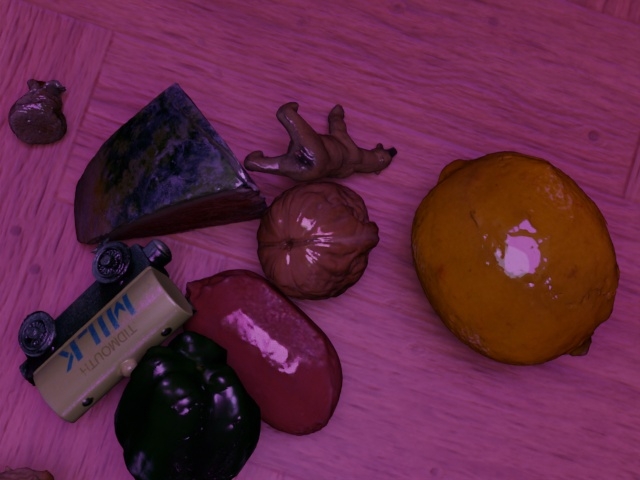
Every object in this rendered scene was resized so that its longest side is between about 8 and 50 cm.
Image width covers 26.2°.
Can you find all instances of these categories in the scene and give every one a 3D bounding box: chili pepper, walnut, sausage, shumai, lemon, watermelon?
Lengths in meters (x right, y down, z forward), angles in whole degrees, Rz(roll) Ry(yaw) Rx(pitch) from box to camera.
[{"bbox_3d":[-0.171,0.239,1.709,0.165,0.261,0.174,-26,58,-38],"label":"chili pepper"},{"bbox_3d":[0.000,0.000,1.797,0.155,0.184,0.155,3,98,24],"label":"walnut"},{"bbox_3d":[-0.074,0.137,1.784,0.254,0.148,0.148,38,81,3],"label":"sausage"},{"bbox_3d":[-0.384,-0.181,1.857,0.083,0.082,0.080,10,41,-31],"label":"shumai"},{"bbox_3d":[0.248,0.021,1.771,0.260,0.260,0.284,-11,83,-6],"label":"lemon"},{"bbox_3d":[-0.186,-0.072,1.787,0.232,0.310,0.193,-30,83,-46],"label":"watermelon"}]

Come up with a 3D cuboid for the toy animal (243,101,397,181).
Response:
[{"bbox_3d":[0.006,-0.118,1.832,0.101,0.218,0.103,33,109,27],"label":"toy animal"}]

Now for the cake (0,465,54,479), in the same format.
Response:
[{"bbox_3d":[-0.464,0.439,1.591,0.306,0.293,0.314,-1,100,-4],"label":"cake"}]

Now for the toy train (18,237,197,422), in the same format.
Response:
[{"bbox_3d":[-0.270,0.116,1.744,0.253,0.105,0.157,-42,54,6],"label":"toy train"}]
